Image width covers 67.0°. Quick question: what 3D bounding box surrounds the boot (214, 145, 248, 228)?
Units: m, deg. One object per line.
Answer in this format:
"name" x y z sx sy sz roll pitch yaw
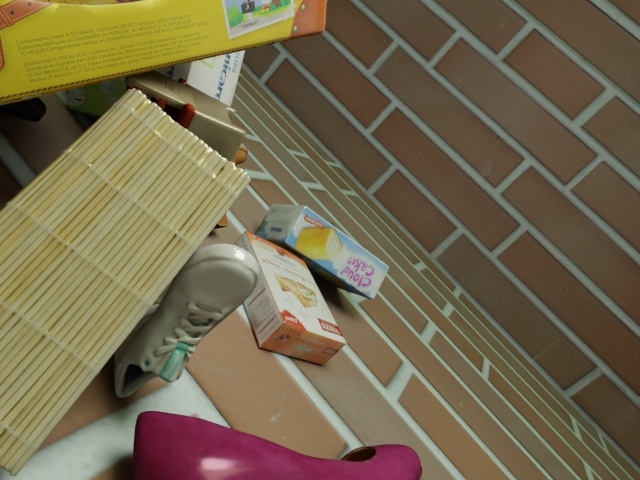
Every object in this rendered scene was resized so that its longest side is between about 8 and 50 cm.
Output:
"boot" -0.199 -0.099 0.917 0.197 0.073 0.152 -22 94 -46

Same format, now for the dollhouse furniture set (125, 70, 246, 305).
"dollhouse furniture set" -0.213 -0.067 0.590 0.135 0.259 0.262 19 26 -32

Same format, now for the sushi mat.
"sushi mat" -0.207 0.014 0.413 0.151 0.316 0.019 36 -24 -5

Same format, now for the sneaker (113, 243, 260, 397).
"sneaker" -0.135 0.089 0.476 0.080 0.212 0.094 33 34 -29

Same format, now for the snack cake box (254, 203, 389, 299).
"snack cake box" 0.004 0.024 1.069 0.264 0.089 0.152 34 -14 -30

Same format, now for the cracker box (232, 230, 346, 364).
"cracker box" -0.065 0.100 0.864 0.156 0.067 0.232 28 23 -42

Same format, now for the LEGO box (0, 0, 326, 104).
"LEGO box" -0.296 -0.313 0.511 0.500 0.193 0.373 -30 47 -35

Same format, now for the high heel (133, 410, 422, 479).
"high heel" -0.015 0.233 0.529 0.377 0.127 0.181 11 47 -56

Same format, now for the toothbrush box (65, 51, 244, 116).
"toothbrush box" -0.295 -0.298 0.862 0.284 0.206 0.122 18 5 25

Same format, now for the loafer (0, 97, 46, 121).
"loafer" -0.481 -0.209 0.681 0.170 0.062 0.061 24 47 -41

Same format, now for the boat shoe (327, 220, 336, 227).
"boat shoe" 0.000 0.000 1.262 0.073 0.073 0.207 48 24 7
